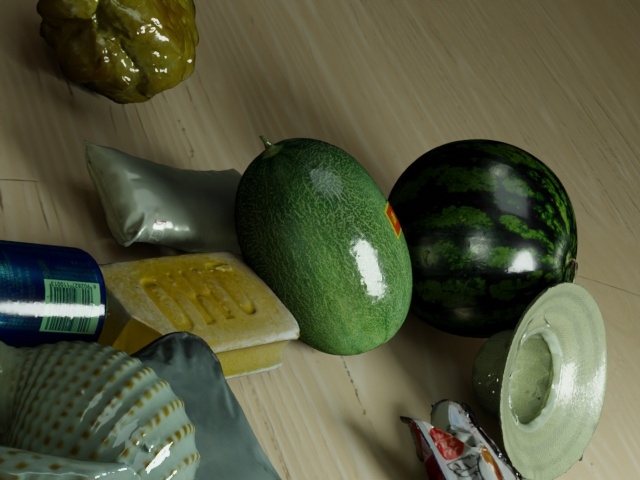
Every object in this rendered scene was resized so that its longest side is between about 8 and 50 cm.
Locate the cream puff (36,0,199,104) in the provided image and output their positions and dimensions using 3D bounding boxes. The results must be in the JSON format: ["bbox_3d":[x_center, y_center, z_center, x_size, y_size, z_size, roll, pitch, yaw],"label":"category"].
[{"bbox_3d":[-0.252,-0.288,2.050,0.244,0.196,0.244,60,-11,20],"label":"cream puff"}]

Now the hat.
[{"bbox_3d":[0.246,0.167,2.011,0.110,0.252,0.252,9,7,38],"label":"hat"}]

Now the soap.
[{"bbox_3d":[-0.143,0.083,1.735,0.140,0.073,0.232,46,29,25],"label":"soap"}]

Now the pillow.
[{"bbox_3d":[-0.156,-0.044,1.910,0.254,0.078,0.144,7,42,-47],"label":"pillow"}]

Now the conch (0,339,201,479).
[{"bbox_3d":[-0.264,0.186,1.285,0.319,0.215,0.303,11,11,18],"label":"conch"}]

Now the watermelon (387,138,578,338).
[{"bbox_3d":[0.206,-0.004,2.105,0.269,0.269,0.269,29,28,-17],"label":"watermelon"}]

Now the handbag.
[{"bbox_3d":[-0.112,0.228,1.482,0.191,0.075,0.332,-18,73,-45],"label":"handbag"}]

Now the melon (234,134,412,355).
[{"bbox_3d":[0.000,0.000,1.863,0.182,0.182,0.288,-82,151,-60],"label":"melon"}]

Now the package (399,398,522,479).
[{"bbox_3d":[0.189,0.294,1.824,0.194,0.071,0.269,-17,72,-56],"label":"package"}]

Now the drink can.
[{"bbox_3d":[-0.305,0.056,1.537,0.205,0.118,0.118,9,38,-45],"label":"drink can"}]
